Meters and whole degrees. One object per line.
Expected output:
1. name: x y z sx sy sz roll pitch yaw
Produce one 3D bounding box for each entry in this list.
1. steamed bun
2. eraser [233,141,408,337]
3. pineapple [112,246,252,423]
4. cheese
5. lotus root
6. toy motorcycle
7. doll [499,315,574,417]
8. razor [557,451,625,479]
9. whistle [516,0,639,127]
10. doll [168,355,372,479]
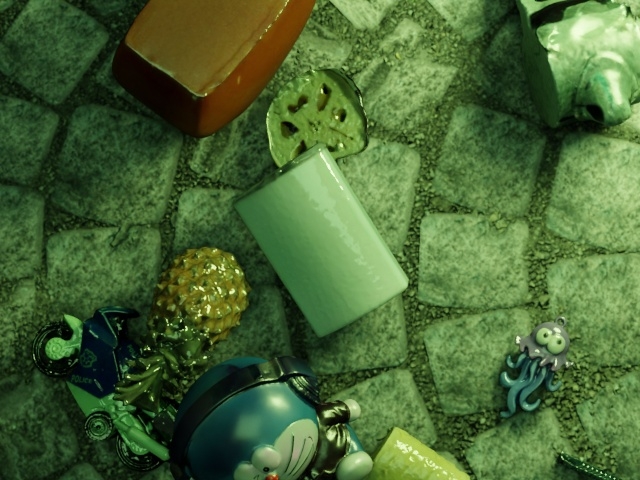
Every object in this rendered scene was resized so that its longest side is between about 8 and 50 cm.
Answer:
1. steamed bun: -0.176 -0.356 1.880 0.235 0.248 0.379 34 74 2
2. eraser: 0.000 0.000 1.869 0.189 0.104 0.290 -31 97 7
3. pineapple: -0.233 0.161 1.782 0.169 0.169 0.340 22 41 3
4. cheese: 0.160 0.408 1.852 0.167 0.094 0.123 36 82 5
5. lotus root: 0.001 -0.199 1.946 0.183 0.078 0.204 -8 78 11
6. toy motorcycle: -0.341 0.241 1.869 0.196 0.125 0.331 -44 80 -4
7. doll: 0.374 0.223 1.893 0.110 0.067 0.206 28 94 13
8. razor: 0.500 0.417 1.885 0.190 0.033 0.066 26 125 7
9. whistle: 0.437 -0.376 1.908 0.168 0.188 0.405 -17 82 -2
10. doll: -0.092 0.316 1.755 0.284 0.310 0.240 -50 48 14
